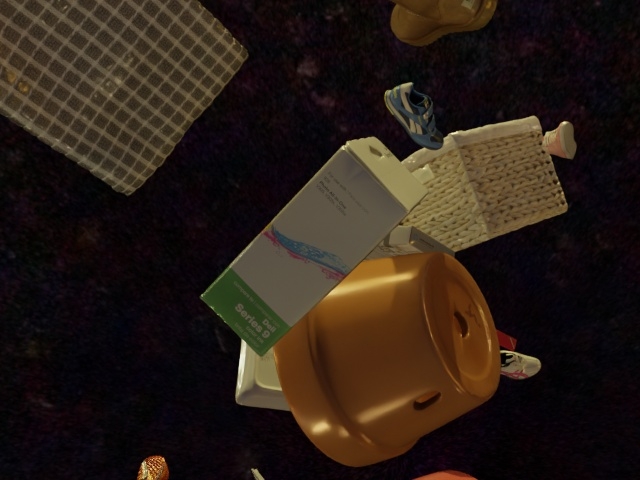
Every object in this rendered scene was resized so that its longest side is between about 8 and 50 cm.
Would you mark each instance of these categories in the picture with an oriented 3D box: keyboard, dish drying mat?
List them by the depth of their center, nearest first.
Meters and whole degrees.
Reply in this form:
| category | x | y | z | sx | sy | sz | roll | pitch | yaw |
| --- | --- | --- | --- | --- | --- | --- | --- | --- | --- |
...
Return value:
| category | x | y | z | sx | sy | sz | roll | pitch | yaw |
| --- | --- | --- | --- | --- | --- | --- | --- | --- | --- |
| keyboard | -0.088 | 0.661 | 1.671 | 0.014 | 0.072 | 0.256 | -31 | 58 | -24 |
| dish drying mat | 0.443 | 0.241 | 1.683 | 0.083 | 0.008 | 0.032 | 27 | 74 | -20 |

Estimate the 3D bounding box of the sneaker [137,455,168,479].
| category | x | y | z | sx | sy | sz | roll | pitch | yaw |
| --- | --- | --- | --- | --- | --- | --- | --- | --- | --- |
| sneaker | -0.318 | 0.469 | 1.237 | 0.064 | 0.067 | 0.175 | 2 | 30 | 22 |

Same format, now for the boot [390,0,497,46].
| category | x | y | z | sx | sy | sz | roll | pitch | yaw |
| --- | --- | --- | --- | --- | --- | --- | --- | --- | --- |
| boot | 0.079 | -0.369 | 0.963 | 0.270 | 0.236 | 0.089 | 14 | 88 | -27 |

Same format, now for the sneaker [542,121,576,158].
| category | x | y | z | sx | sy | sz | roll | pitch | yaw |
| --- | --- | --- | --- | --- | --- | --- | --- | --- | --- |
| sneaker | 0.511 | -0.219 | 1.500 | 0.070 | 0.134 | 0.051 | 20 | 82 | 30 |

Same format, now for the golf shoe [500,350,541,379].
| category | x | y | z | sx | sy | sz | roll | pitch | yaw |
| --- | --- | --- | --- | --- | --- | --- | --- | --- | --- |
| golf shoe | 0.522 | 0.337 | 1.881 | 0.186 | 0.086 | 0.067 | 3 | 62 | -12 |

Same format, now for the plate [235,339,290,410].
| category | x | y | z | sx | sy | sz | roll | pitch | yaw |
| --- | --- | --- | --- | --- | --- | --- | --- | --- | --- |
| plate | -0.088 | 0.341 | 1.940 | 0.278 | 0.045 | 0.277 | 11 | 53 | -12 |

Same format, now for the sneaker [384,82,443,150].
| category | x | y | z | sx | sy | sz | roll | pitch | yaw |
| --- | --- | --- | --- | --- | --- | --- | --- | --- | --- |
| sneaker | 0.177 | -0.218 | 1.218 | 0.144 | 0.059 | 0.053 | 43 | 41 | -22 |

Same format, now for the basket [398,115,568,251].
| category | x | y | z | sx | sy | sz | roll | pitch | yaw |
| --- | --- | --- | --- | --- | --- | --- | --- | --- | --- |
| basket | 0.390 | -0.126 | 1.778 | 0.331 | 0.328 | 0.266 | -18 | 85 | -34 |

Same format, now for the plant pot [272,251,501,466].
| category | x | y | z | sx | sy | sz | roll | pitch | yaw |
| --- | --- | --- | --- | --- | --- | --- | --- | --- | --- |
| plant pot | 0.105 | 0.140 | 0.935 | 0.204 | 0.291 | 0.290 | -25 | 68 | 34 |

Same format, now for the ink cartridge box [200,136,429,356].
| category | x | y | z | sx | sy | sz | roll | pitch | yaw |
| --- | --- | --- | --- | --- | --- | --- | --- | --- | --- |
| ink cartridge box | 0.000 | 0.000 | 0.709 | 0.093 | 0.154 | 0.212 | 44 | 108 | 3 |

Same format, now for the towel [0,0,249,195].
| category | x | y | z | sx | sy | sz | roll | pitch | yaw |
| --- | --- | --- | --- | --- | --- | --- | --- | --- | --- |
| towel | -0.246 | -0.208 | 0.743 | 0.235 | 0.284 | 0.121 | -49 | 43 | 4 |

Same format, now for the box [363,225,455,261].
| category | x | y | z | sx | sy | sz | roll | pitch | yaw |
| --- | --- | --- | --- | --- | --- | --- | --- | --- | --- |
| box | 0.133 | 0.016 | 1.288 | 0.186 | 0.145 | 0.038 | -4 | 68 | 43 |

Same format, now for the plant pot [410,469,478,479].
| category | x | y | z | sx | sy | sz | roll | pitch | yaw |
| --- | --- | --- | --- | --- | --- | --- | --- | --- | --- |
| plant pot | 0.203 | 0.560 | 1.272 | 0.275 | 0.243 | 0.274 | 7 | 101 | 41 |
